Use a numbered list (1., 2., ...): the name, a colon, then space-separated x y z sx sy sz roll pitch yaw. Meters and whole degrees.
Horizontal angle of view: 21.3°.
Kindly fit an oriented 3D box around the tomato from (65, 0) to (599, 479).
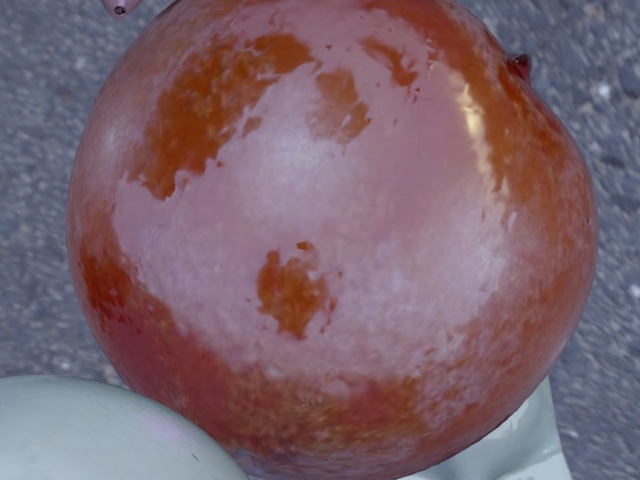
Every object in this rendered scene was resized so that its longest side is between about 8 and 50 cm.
1. tomato: 0.000 0.000 0.846 0.265 0.265 0.265 -4 78 18

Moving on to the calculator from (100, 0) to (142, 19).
1. calculator: -0.144 -0.368 1.570 0.220 0.048 0.330 -10 114 -1

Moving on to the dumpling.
1. dumpling: 0.064 0.084 1.060 0.151 0.124 0.229 -18 77 9

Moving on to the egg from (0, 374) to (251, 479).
1. egg: -0.078 0.127 0.524 0.151 0.209 0.151 -4 58 7
